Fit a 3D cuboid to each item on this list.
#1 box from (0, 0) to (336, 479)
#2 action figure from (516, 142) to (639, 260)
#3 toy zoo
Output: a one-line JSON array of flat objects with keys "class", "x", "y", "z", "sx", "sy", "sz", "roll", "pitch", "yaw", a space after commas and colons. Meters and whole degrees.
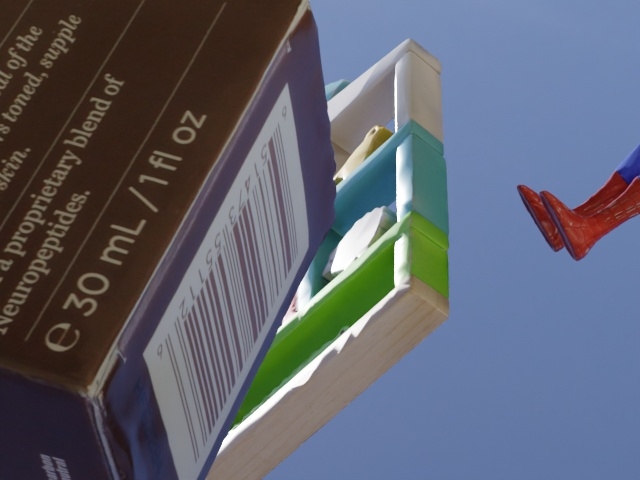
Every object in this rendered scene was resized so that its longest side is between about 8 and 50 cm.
[{"class": "box", "x": -0.204, "y": -0.028, "z": 0.711, "sx": 0.381, "sy": 0.143, "sz": 0.191, "roll": 13, "pitch": -126, "yaw": 16}, {"class": "action figure", "x": 0.236, "y": -0.118, "z": 1.132, "sx": 0.139, "sy": 0.280, "sz": 0.091, "roll": 61, "pitch": 176, "yaw": -10}, {"class": "toy zoo", "x": 0.000, "y": 0.000, "z": 1.111, "sx": 0.030, "sy": 0.192, "sz": 0.293, "roll": 35, "pitch": -150, "yaw": -22}]
